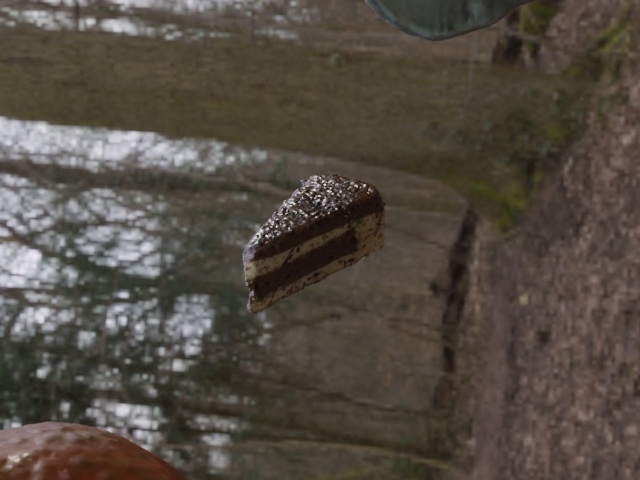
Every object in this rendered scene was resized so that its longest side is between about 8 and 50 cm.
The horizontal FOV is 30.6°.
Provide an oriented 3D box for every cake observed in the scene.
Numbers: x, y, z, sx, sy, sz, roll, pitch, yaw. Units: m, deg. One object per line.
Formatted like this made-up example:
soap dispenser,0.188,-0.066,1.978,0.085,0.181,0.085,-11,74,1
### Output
cake,0.000,0.005,1.628,0.246,0.135,0.112,-51,-39,-54

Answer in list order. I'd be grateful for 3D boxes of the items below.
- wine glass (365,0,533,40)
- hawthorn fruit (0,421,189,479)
wine glass,-0.002,-0.315,0.818,0.406,0.267,0.267,49,156,41
hawthorn fruit,-0.183,0.244,0.722,0.369,0.284,0.285,144,131,-81
